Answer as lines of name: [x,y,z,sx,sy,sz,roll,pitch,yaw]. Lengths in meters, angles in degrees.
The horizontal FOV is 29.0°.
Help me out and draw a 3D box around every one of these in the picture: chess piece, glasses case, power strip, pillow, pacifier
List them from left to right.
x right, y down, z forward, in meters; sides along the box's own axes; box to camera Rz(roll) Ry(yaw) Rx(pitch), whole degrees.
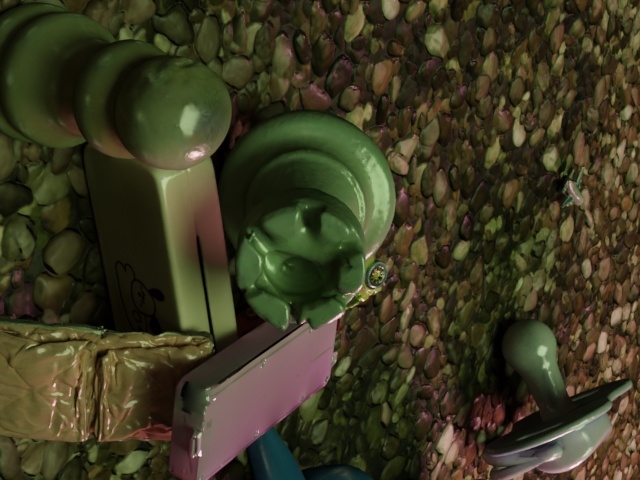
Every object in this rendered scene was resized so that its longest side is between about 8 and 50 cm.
pillow: [-0.217,0.139,1.184,0.232,0.043,0.126,6,115,-17]
chess piece: [-0.178,-0.127,1.066,0.133,0.243,0.133,-21,120,-44]
glasses case: [-0.155,0.045,1.251,0.070,0.131,0.313,-28,124,-36]
power strip: [-0.062,0.144,1.252,0.279,0.037,0.109,-31,134,-55]
chess piece: [-0.017,-0.016,1.246,0.299,0.194,0.195,-87,-179,-74]
pacifier: [0.344,0.237,1.935,0.299,0.244,0.233,-14,84,-62]

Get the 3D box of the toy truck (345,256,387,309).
toy truck: [0.000,0.000,1.468,0.116,0.085,0.191,-34,128,-27]

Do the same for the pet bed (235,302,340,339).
pet bed: [-0.067,0.133,1.420,0.201,0.053,0.201,-28,145,-22]

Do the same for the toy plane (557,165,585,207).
toy plane: [0.402,-0.080,1.982,0.080,0.033,0.083,-60,148,-17]

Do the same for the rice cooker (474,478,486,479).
rice cooker: [0.188,0.487,1.746,0.316,0.264,0.317,-19,116,-43]

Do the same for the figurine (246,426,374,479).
figurine: [-0.083,0.371,1.412,0.416,0.243,0.298,-40,133,-60]
